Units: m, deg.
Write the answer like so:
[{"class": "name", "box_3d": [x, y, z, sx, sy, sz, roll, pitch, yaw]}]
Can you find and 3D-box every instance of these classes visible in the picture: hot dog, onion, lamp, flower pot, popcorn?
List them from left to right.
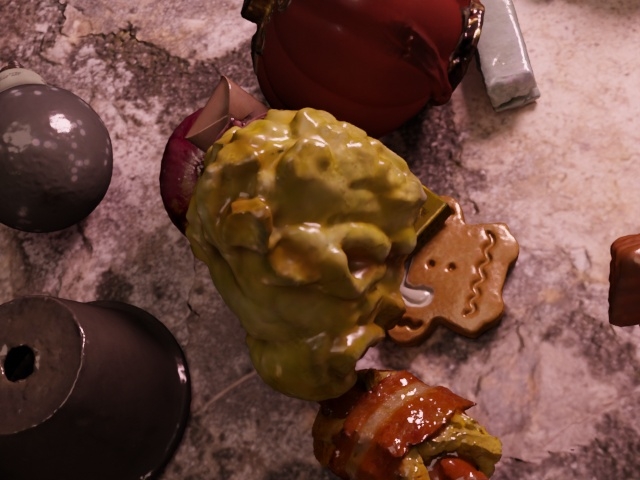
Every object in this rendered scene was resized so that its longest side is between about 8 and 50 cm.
[{"class": "lamp", "box_3d": [-0.365, -0.151, 1.391, 0.182, 0.182, 0.313, -25, 55, 4]}, {"class": "flower pot", "box_3d": [-0.291, 0.160, 1.207, 0.269, 0.166, 0.269, -7, 60, 13]}, {"class": "onion", "box_3d": [-0.101, -0.071, 1.278, 0.177, 0.153, 0.177, -9, 66, 20]}, {"class": "popcorn", "box_3d": [0.000, 0.000, 1.086, 0.225, 0.286, 0.174, -32, 25, -20]}, {"class": "lamp", "box_3d": [0.048, -0.257, 1.246, 0.257, 0.303, 0.303, 19, 66, -11]}, {"class": "hot dog", "box_3d": [0.076, 0.199, 1.099, 0.213, 0.103, 0.146, 27, 76, 30]}]

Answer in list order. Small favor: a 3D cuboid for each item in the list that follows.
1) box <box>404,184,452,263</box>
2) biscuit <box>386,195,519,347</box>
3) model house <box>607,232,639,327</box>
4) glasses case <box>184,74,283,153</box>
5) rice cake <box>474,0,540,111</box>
[{"class": "box", "box_3d": [0.036, 0.001, 1.221, 0.193, 0.030, 0.121, -46, 58, -7]}, {"class": "biscuit", "box_3d": [0.091, 0.027, 1.228, 0.249, 0.035, 0.184, 11, 66, 24]}, {"class": "model house", "box_3d": [0.385, 0.031, 0.928, 0.252, 0.329, 0.294, -11, 57, 39]}, {"class": "glasses case", "box_3d": [-0.050, -0.081, 1.173, 0.193, 0.070, 0.102, 36, 75, -15]}, {"class": "rice cake", "box_3d": [0.197, -0.305, 1.356, 0.066, 0.063, 0.336, -14, 59, 7]}]
